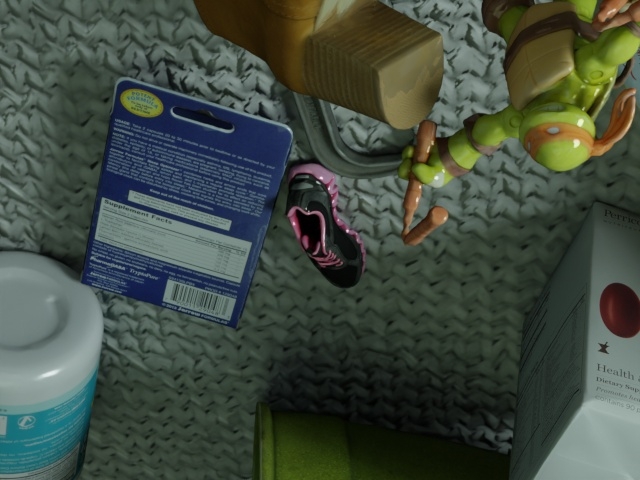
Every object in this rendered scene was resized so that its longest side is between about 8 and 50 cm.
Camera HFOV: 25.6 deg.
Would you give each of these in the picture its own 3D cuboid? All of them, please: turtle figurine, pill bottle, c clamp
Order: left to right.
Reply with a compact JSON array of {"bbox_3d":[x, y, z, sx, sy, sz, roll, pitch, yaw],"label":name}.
[{"bbox_3d":[-0.270,0.144,1.214,0.146,0.146,0.264,16,134,-1],"label":"pill bottle"},{"bbox_3d":[0.043,-0.105,0.989,0.137,0.022,0.161,-1,132,14],"label":"c clamp"},{"bbox_3d":[0.143,-0.119,0.812,0.087,0.217,0.269,23,137,-23],"label":"turtle figurine"}]

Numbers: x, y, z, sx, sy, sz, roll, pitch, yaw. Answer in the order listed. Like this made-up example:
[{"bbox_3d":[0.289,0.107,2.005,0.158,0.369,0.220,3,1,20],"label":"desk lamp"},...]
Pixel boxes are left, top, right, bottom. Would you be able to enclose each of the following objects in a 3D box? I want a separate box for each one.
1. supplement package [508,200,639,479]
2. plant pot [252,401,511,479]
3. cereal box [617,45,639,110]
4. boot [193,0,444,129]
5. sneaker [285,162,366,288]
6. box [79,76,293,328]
[{"bbox_3d":[0.254,0.114,1.015,0.194,0.203,0.149,18,133,-3],"label":"supplement package"},{"bbox_3d":[0.116,0.321,1.179,0.353,0.366,0.366,1,134,-4],"label":"plant pot"},{"bbox_3d":[0.308,-0.098,0.841,0.240,0.047,0.173,-24,103,49],"label":"cereal box"},{"bbox_3d":[-0.021,-0.216,0.805,0.211,0.104,0.295,33,139,38],"label":"boot"},{"bbox_3d":[0.000,0.000,1.074,0.047,0.057,0.119,-10,130,20],"label":"sneaker"},{"bbox_3d":[-0.104,-0.032,1.083,0.136,0.036,0.225,17,135,-3],"label":"box"}]
